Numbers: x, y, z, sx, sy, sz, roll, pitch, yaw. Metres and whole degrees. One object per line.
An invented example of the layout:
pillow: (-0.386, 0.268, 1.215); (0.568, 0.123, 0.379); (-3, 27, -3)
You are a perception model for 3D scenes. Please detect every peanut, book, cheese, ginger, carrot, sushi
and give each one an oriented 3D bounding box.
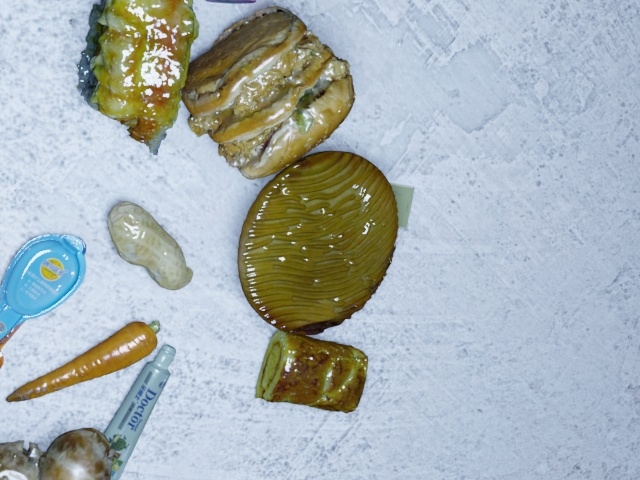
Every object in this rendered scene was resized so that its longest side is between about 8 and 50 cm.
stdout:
peanut: (-0.267, 0.013, 1.373); (0.080, 0.080, 0.174); (-46, 119, -13)
book: (0.115, -0.066, 1.592); (0.111, 0.014, 0.077); (9, 95, -29)
cheese: (-0.445, 0.091, 1.315); (0.106, 0.037, 0.256); (44, 80, -26)
ginger: (-0.500, 0.339, 1.258); (0.375, 0.176, 0.256); (24, 98, -19)
carrot: (-0.359, 0.195, 1.369); (0.257, 0.061, 0.061); (-28, 111, -18)
sushi: (-0.262, -0.263, 1.264); (0.139, 0.184, 0.274); (10, 99, -24)

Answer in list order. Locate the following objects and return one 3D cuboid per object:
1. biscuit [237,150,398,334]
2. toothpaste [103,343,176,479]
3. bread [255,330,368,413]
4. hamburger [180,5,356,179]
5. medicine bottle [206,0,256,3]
biscuit: (0.006, 0.006, 1.450); (0.318, 0.040, 0.317); (-15, 116, -34)
toothpaste: (-0.302, 0.283, 1.429); (0.067, 0.037, 0.255); (30, 89, -29)
bread: (-0.012, 0.232, 1.532); (0.172, 0.103, 0.132); (17, 88, -27)
hamburger: (-0.068, -0.230, 1.346); (0.211, 0.245, 0.260); (54, 46, -23)
medicine bottle: (-0.134, -0.457, 1.338); (0.119, 0.094, 0.188); (-3, 101, -25)
